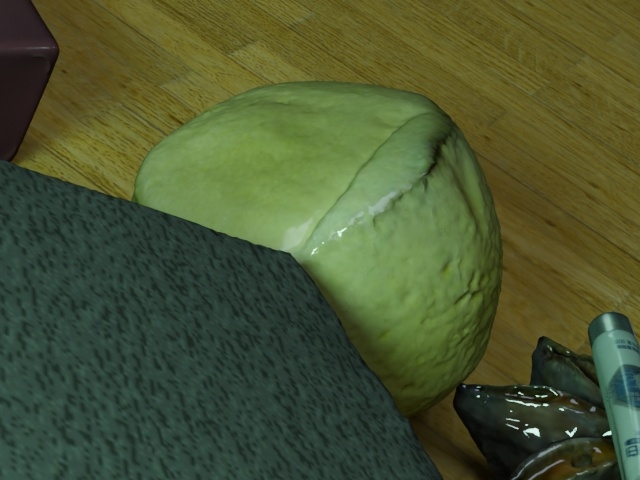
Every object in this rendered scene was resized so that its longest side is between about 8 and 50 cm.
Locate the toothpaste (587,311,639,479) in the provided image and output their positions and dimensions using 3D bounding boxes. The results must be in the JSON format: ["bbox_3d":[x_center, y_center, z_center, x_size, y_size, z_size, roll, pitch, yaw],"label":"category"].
[{"bbox_3d":[0.248,0.145,1.191,0.062,0.039,0.239,13,36,-12],"label":"toothpaste"}]

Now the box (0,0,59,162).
[{"bbox_3d":[-0.376,-0.153,1.280,0.294,0.193,0.167,-13,58,-42],"label":"box"}]

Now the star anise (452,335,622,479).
[{"bbox_3d":[0.258,0.202,1.251,0.332,0.117,0.331,13,28,-7],"label":"star anise"}]

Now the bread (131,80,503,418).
[{"bbox_3d":[0.000,0.011,1.247,0.320,0.237,0.320,-1,24,1],"label":"bread"}]

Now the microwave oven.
[{"bbox_3d":[-0.162,0.138,0.862,0.432,0.236,0.374,19,28,-47],"label":"microwave oven"}]
